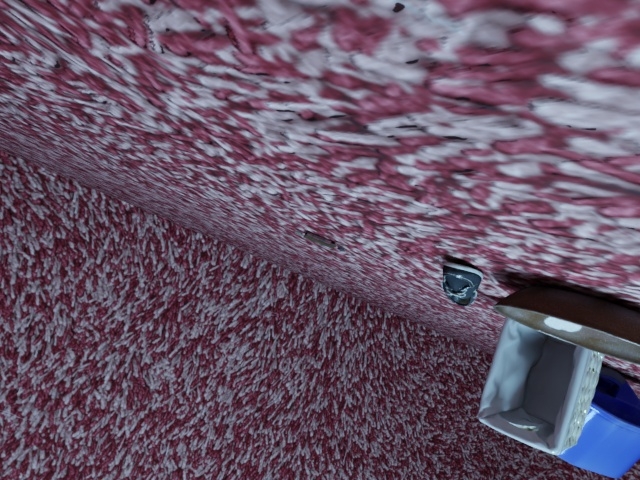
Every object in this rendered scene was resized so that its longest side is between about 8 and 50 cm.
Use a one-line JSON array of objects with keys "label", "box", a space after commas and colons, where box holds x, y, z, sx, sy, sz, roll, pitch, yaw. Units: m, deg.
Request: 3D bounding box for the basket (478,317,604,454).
[{"label": "basket", "box": [0.299, 0.181, 0.769, 0.113, 0.167, 0.103, 16, 178, 43]}]

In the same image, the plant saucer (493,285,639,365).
[{"label": "plant saucer", "box": [0.281, 0.087, 0.598, 0.198, 0.036, 0.198, 21, 173, 3]}]

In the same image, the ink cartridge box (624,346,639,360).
[{"label": "ink cartridge box", "box": [0.384, 0.132, 0.663, 0.063, 0.029, 0.115, 25, 172, -30]}]

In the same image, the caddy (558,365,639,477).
[{"label": "caddy", "box": [0.557, 0.340, 1.212, 0.341, 0.179, 0.241, 24, -165, -28]}]

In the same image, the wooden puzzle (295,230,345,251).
[{"label": "wooden puzzle", "box": [0.000, 0.000, 0.900, 0.083, 0.006, 0.049, 22, 174, -5]}]

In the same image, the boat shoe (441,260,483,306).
[{"label": "boat shoe", "box": [0.161, 0.052, 0.674, 0.046, 0.038, 0.125, 19, 173, 18]}]
